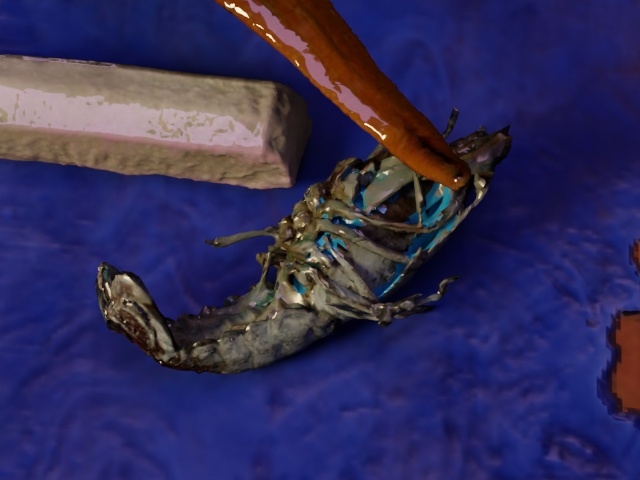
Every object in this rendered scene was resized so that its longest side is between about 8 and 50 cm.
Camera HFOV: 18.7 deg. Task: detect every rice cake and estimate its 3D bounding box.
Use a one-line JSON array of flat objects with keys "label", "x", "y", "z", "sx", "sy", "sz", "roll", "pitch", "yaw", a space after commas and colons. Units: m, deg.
[{"label": "rice cake", "x": -0.106, "y": -0.050, "z": 0.773, "sx": 0.206, "sy": 0.036, "sz": 0.047, "roll": 4, "pitch": 69, "yaw": -1}]

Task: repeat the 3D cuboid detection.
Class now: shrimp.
[{"label": "shrimp", "x": 0.000, "y": 0.004, "z": 0.744, "sx": 0.174, "sy": 0.076, "sz": 0.082, "roll": -26, "pitch": 24, "yaw": -12}]

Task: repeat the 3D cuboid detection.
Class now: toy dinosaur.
[{"label": "toy dinosaur", "x": -0.110, "y": -0.153, "z": 0.792, "sx": 0.208, "sy": 0.097, "sz": 0.432, "roll": -11, "pitch": 57, "yaw": -15}]
